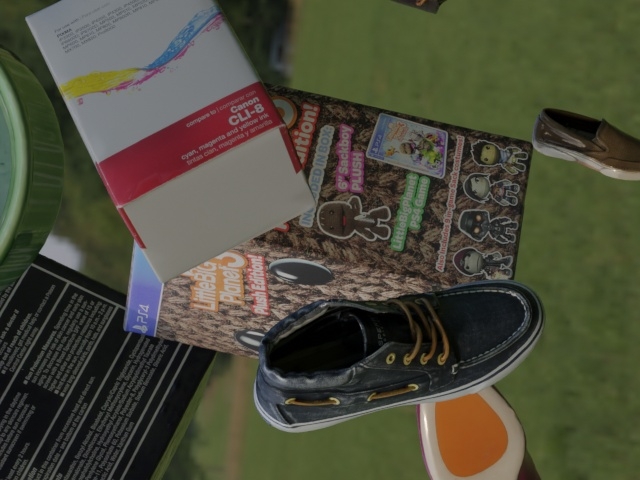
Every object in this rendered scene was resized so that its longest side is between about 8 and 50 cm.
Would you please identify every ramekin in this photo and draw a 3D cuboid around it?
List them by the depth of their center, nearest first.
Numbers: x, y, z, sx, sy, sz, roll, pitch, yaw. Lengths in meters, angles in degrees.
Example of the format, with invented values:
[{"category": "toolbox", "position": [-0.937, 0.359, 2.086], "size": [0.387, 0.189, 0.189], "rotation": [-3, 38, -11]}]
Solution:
[{"category": "ramekin", "position": [-0.376, -0.067, 1.702], "size": [0.148, 0.303, 0.303], "rotation": [3, -86, -77]}]

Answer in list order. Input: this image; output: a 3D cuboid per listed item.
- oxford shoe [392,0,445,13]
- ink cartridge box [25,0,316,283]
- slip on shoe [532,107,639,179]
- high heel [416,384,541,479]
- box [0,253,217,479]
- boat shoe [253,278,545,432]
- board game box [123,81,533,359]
[{"category": "oxford shoe", "position": [0.065, -0.281, 1.758], "size": [0.132, 0.364, 0.130], "rotation": [57, 137, 26]}, {"category": "ink cartridge box", "position": [-0.103, -0.090, 1.333], "size": [0.176, 0.127, 0.128], "rotation": [61, 177, 27]}, {"category": "slip on shoe", "position": [0.272, -0.096, 1.847], "size": [0.051, 0.135, 0.041], "rotation": [-58, -20, -45]}, {"category": "high heel", "position": [0.133, 0.171, 1.510], "size": [0.244, 0.082, 0.117], "rotation": [57, -172, -24]}, {"category": "box", "position": [-0.303, 0.189, 2.000], "size": [0.296, 0.294, 0.182], "rotation": [-63, -2, -30]}, {"category": "boat shoe", "position": [0.050, 0.059, 1.109], "size": [0.083, 0.183, 0.065], "rotation": [95, 154, -67]}, {"category": "board game box", "position": [0.000, 0.000, 1.559], "size": [0.232, 0.291, 0.141], "rotation": [107, 175, -64]}]
